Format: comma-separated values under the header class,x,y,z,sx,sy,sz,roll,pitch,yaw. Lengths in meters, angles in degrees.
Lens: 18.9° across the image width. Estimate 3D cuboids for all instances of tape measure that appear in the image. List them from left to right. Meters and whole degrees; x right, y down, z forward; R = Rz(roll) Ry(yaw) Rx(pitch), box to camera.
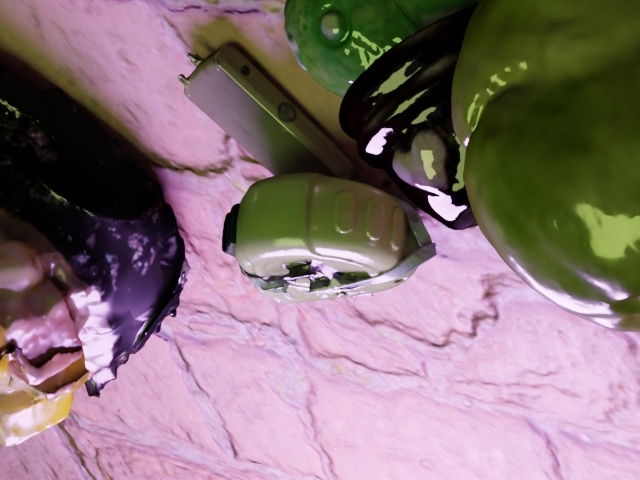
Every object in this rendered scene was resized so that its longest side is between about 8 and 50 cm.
class,x,y,z,sx,sy,sz,roll,pitch,yaw
tape measure,0.000,0.000,1.589,0.177,0.087,0.154,-10,156,34

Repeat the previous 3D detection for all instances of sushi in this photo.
class,x,y,z,sx,sy,sz,roll,pitch,yaw
sushi,-0.322,0.035,1.815,0.328,0.285,0.328,38,149,1

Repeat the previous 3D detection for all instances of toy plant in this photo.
class,x,y,z,sx,sy,sz,roll,pitch,yaw
toy plant,0.079,-0.130,1.334,0.218,0.175,0.235,-43,70,51

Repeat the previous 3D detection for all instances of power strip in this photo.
class,x,y,z,sx,sy,sz,roll,pitch,yaw
power strip,-0.048,-0.101,1.608,0.169,0.028,0.076,43,148,-10

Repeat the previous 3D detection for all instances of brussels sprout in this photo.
class,x,y,z,sx,sy,sz,roll,pitch,yaw
brussels sprout,0.221,-0.088,1.131,0.274,0.317,0.242,44,163,53
